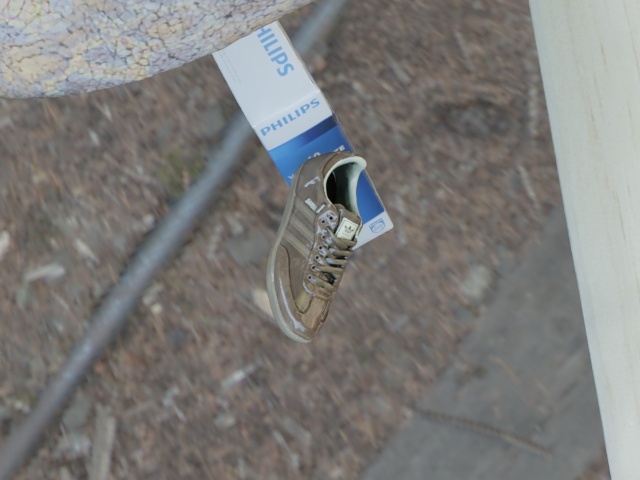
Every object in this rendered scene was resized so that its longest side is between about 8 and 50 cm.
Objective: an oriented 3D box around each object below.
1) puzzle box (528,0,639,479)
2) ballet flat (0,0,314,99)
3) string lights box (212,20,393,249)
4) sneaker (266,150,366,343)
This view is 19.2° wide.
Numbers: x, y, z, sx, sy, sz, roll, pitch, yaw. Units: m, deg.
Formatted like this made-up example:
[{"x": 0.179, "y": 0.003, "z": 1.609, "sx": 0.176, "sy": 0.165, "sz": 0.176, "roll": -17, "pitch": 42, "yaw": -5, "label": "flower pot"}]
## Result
[{"x": 0.148, "y": -0.069, "z": 0.730, "sx": 0.052, "sy": 0.409, "sz": 0.272, "roll": -7, "pitch": 102, "yaw": 18, "label": "puzzle box"}, {"x": 0.029, "y": -0.144, "z": 0.433, "sx": 0.316, "sy": 0.106, "sz": 0.107, "roll": -32, "pitch": 74, "yaw": -4, "label": "ballet flat"}, {"x": -0.018, "y": -0.107, "z": 1.900, "sx": 0.077, "sy": 0.133, "sz": 0.260, "roll": -30, "pitch": 145, "yaw": 2, "label": "string lights box"}, {"x": 0.000, "y": 0.000, "z": 1.737, "sx": 0.066, "sy": 0.071, "sz": 0.188, "roll": 26, "pitch": 59, "yaw": -36, "label": "sneaker"}]
